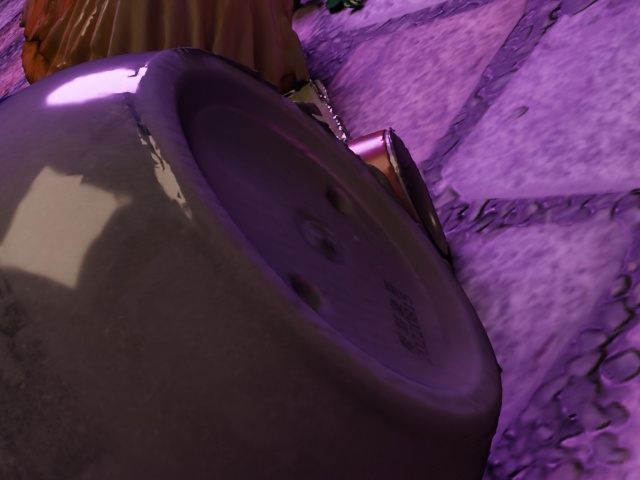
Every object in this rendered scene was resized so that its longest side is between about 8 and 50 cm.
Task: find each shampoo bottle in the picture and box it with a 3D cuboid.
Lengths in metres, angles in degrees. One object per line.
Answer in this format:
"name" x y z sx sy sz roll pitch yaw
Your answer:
"shampoo bottle" -0.083 0.075 0.555 0.266 0.273 0.273 -41 24 21

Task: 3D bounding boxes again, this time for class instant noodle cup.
"instant noodle cup" -0.001 -0.002 0.760 0.135 0.127 0.127 -24 28 13

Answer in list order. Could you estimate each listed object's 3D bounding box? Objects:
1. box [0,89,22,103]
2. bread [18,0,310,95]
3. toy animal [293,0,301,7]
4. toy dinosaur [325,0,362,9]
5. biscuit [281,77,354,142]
"box" -0.378 -0.028 1.305 0.261 0.116 0.279 -15 33 42
"bread" -0.156 -0.193 1.153 0.236 0.183 0.388 4 17 -15
"toy animal" -0.075 -0.303 1.310 0.073 0.136 0.181 -47 27 -15
"toy dinosaur" 0.020 -0.252 1.232 0.060 0.029 0.119 -55 27 -4
"biscuit" -0.079 -0.020 0.962 0.250 0.046 0.147 -37 27 4
